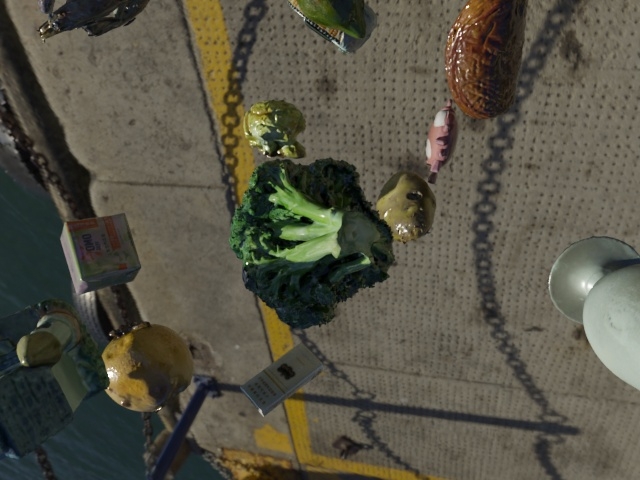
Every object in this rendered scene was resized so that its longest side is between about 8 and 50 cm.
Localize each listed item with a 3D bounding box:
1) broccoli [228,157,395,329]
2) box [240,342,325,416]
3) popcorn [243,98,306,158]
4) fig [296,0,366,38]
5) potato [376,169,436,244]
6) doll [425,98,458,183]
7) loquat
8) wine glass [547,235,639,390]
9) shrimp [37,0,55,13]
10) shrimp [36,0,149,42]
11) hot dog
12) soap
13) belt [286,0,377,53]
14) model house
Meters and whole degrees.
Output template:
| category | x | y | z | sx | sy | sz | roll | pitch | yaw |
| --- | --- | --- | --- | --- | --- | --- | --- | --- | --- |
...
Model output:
| category | x | y | z | sx | sy | sz | roll | pitch | yaw |
| --- | --- | --- | --- | --- | --- | --- | --- | --- | --- |
| broccoli | 0.000 | 0.000 | 0.946 | 0.307 | 0.308 | 0.275 | 50 | 152 | -20 |
| box | -0.082 | 0.300 | 1.199 | 0.090 | 0.167 | 0.024 | 35 | 149 | 43 |
| popcorn | -0.131 | -0.334 | 1.694 | 0.198 | 0.198 | 0.212 | -21 | 106 | 31 |
| fig | 0.029 | -0.452 | 1.064 | 0.123 | 0.123 | 0.156 | -17 | 119 | 29 |
| potato | 0.266 | -0.095 | 1.692 | 0.141 | 0.296 | 0.191 | 32 | 116 | -22 |
| doll | 0.372 | -0.302 | 1.693 | 0.093 | 0.211 | 0.261 | 12 | 117 | 6 |
| loquat | -0.448 | 0.315 | 1.412 | 0.244 | 0.243 | 0.243 | 9 | 129 | 12 |
| wine glass | 0.249 | 0.061 | 0.420 | 0.093 | 0.202 | 0.092 | 1 | 102 | 4 |
| shrimp | -0.588 | -0.578 | 1.195 | 0.057 | 0.065 | 0.165 | 11 | 100 | -26 |
| shrimp | -0.387 | -0.399 | 0.966 | 0.047 | 0.223 | 0.126 | 52 | 163 | 4 |
| hot dog | 0.460 | -0.525 | 1.509 | 0.174 | 0.267 | 0.387 | 23 | 138 | 32 |
| soap | -0.665 | 0.037 | 1.664 | 0.138 | 0.182 | 0.199 | -36 | 72 | 55 |
| belt | 0.039 | -0.662 | 1.593 | 0.258 | 0.207 | 0.150 | 31 | 115 | -14 |
| model house | -0.493 | 0.236 | 0.817 | 0.267 | 0.325 | 0.194 | -22 | 100 | -9 |
